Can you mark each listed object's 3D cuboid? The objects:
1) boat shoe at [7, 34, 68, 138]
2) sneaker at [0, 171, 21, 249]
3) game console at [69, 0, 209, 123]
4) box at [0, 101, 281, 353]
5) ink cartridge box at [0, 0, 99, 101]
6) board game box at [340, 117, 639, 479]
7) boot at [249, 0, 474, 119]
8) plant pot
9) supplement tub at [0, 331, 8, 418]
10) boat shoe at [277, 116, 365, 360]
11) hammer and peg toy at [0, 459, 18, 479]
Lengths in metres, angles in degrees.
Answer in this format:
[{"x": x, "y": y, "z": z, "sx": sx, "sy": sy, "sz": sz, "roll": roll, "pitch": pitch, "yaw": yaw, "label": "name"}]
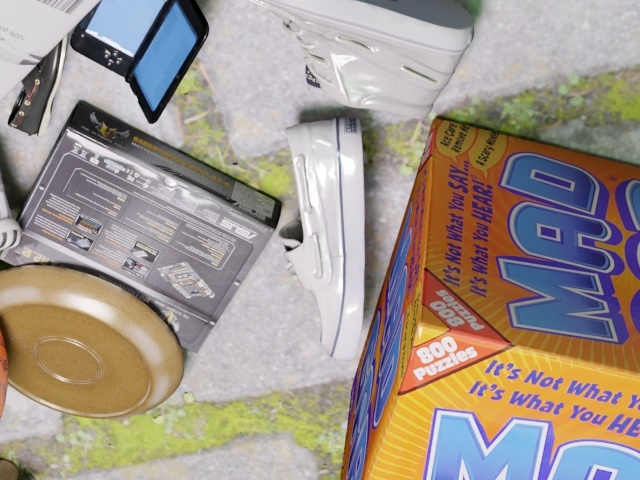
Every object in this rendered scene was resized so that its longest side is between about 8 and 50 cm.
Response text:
[{"x": -0.270, "y": -0.157, "z": 1.634, "sx": 0.042, "sy": 0.049, "sz": 0.133, "roll": 15, "pitch": 128, "yaw": -13, "label": "boat shoe"}, {"x": -0.400, "y": -0.046, "z": 1.716, "sx": 0.229, "sy": 0.086, "sz": 0.132, "roll": -6, "pitch": 94, "yaw": 30, "label": "sneaker"}, {"x": -0.171, "y": -0.191, "z": 1.588, "sx": 0.107, "sy": 0.071, "sz": 0.122, "roll": 28, "pitch": 121, "yaw": -12, "label": "game console"}, {"x": -0.182, "y": -0.009, "z": 1.714, "sx": 0.231, "sy": 0.056, "sz": 0.183, "roll": 26, "pitch": 123, "yaw": -10, "label": "box"}, {"x": -0.317, "y": -0.242, "z": 1.503, "sx": 0.273, "sy": 0.114, "sz": 0.197, "roll": -41, "pitch": 141, "yaw": 26, "label": "ink cartridge box"}, {"x": 0.225, "y": 0.157, "z": 1.594, "sx": 0.356, "sy": 0.356, "sz": 0.356, "roll": 14, "pitch": 123, "yaw": -3, "label": "board game box"}, {"x": 0.003, "y": -0.186, "z": 1.554, "sx": 0.258, "sy": 0.095, "sz": 0.123, "roll": 18, "pitch": 124, "yaw": -10, "label": "boot"}, {"x": -0.260, "y": 0.117, "z": 1.778, "sx": 0.236, "sy": 0.032, "sz": 0.236, "roll": 11, "pitch": 139, "yaw": 9, "label": "plant pot"}, {"x": -0.502, "y": 0.138, "z": 1.722, "sx": 0.338, "sy": 0.207, "sz": 0.207, "roll": -3, "pitch": 123, "yaw": 22, "label": "supplement tub"}, {"x": 0.000, "y": 0.000, "z": 1.679, "sx": 0.084, "sy": 0.095, "sz": 0.258, "roll": -2, "pitch": 111, "yaw": -2, "label": "boat shoe"}, {"x": -0.496, "y": 0.373, "z": 1.953, "sx": 0.266, "sy": 0.127, "sz": 0.361, "roll": 20, "pitch": 122, "yaw": -9, "label": "hammer and peg toy"}]
